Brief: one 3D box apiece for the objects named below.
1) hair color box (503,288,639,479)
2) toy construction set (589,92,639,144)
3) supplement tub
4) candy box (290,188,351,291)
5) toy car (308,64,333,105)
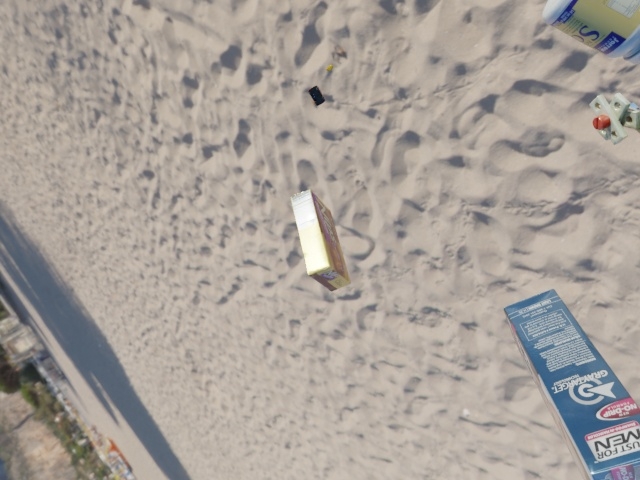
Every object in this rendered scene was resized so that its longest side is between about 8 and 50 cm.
[{"bbox_3d":[0.430,0.259,0.788,0.105,0.347,0.174,-24,117,13],"label":"hair color box"},{"bbox_3d":[0.721,-0.260,0.929,0.151,0.327,0.215,-43,-69,-80],"label":"toy construction set"},{"bbox_3d":[0.897,-0.720,1.465,0.331,0.241,0.241,30,145,1],"label":"supplement tub"},{"bbox_3d":[0.000,0.000,0.977,0.109,0.053,0.187,42,-150,-55],"label":"candy box"},{"bbox_3d":[0.014,-0.472,1.445,0.060,0.041,0.122,39,113,-13],"label":"toy car"}]
